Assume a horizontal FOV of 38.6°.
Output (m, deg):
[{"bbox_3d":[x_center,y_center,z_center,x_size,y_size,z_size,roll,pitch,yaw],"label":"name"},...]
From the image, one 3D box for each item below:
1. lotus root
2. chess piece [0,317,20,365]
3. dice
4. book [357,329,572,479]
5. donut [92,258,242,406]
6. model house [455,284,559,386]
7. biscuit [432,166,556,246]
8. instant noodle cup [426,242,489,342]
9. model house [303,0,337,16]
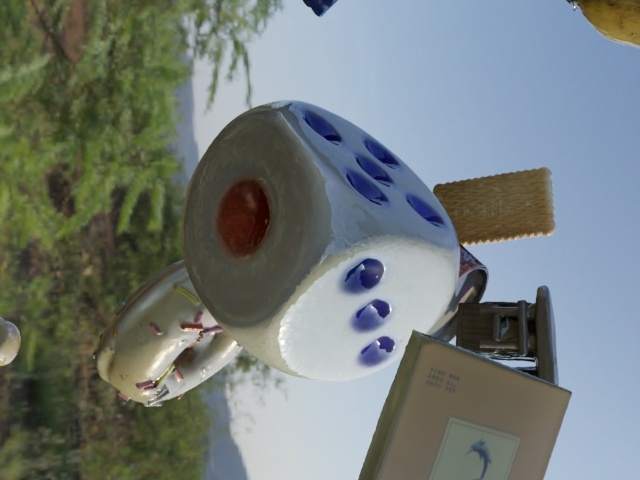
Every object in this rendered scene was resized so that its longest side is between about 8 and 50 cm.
[{"bbox_3d":[0.342,-0.270,0.985,0.118,0.220,0.125,-35,135,-51],"label":"lotus root"},{"bbox_3d":[-0.644,0.139,1.387,0.117,0.396,0.117,5,90,-80],"label":"chess piece"},{"bbox_3d":[0.000,0.000,1.295,0.277,0.304,0.304,-54,-132,20],"label":"dice"},{"bbox_3d":[0.128,0.310,0.964,0.032,0.269,0.389,13,-99,52],"label":"book"},{"bbox_3d":[-0.252,0.171,1.765,0.142,0.382,0.383,49,-24,18],"label":"donut"},{"bbox_3d":[0.318,0.187,1.544,0.122,0.188,0.229,-10,97,-57],"label":"model house"},{"bbox_3d":[0.347,-0.062,1.845,0.030,0.249,0.160,51,36,-53],"label":"biscuit"},{"bbox_3d":[0.154,0.072,1.577,0.192,0.250,0.250,38,-36,28],"label":"instant noodle cup"},{"bbox_3d":[0.014,-0.501,1.443,0.252,0.329,0.295,47,-26,-11],"label":"model house"}]
